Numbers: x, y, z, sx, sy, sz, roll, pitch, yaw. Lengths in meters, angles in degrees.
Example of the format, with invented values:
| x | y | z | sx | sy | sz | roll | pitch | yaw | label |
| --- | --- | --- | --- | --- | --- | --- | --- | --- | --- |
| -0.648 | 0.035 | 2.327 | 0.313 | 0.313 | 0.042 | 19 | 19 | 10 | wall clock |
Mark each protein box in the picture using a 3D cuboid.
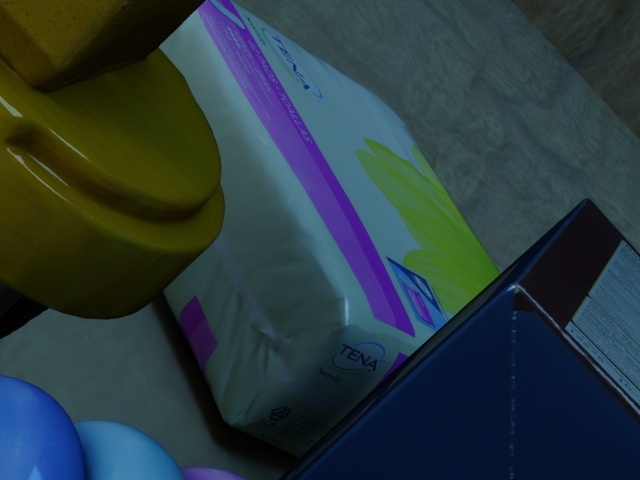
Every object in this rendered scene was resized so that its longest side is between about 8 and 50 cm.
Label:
| x | y | z | sx | sy | sz | roll | pitch | yaw | label |
| --- | --- | --- | --- | --- | --- | --- | --- | --- | --- |
| 0.070 | 0.109 | 0.804 | 0.136 | 0.200 | 0.201 | 47 | 18 | 3 | protein box |

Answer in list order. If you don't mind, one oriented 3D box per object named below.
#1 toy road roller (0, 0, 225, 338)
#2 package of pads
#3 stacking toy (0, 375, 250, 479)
| x | y | z | sx | sy | sz | roll | pitch | yaw | label |
| --- | --- | --- | --- | --- | --- | --- | --- | --- | --- |
| -0.159 | -0.109 | 0.663 | 0.329 | 0.240 | 0.202 | 48 | 16 | 0 | toy road roller |
| 0.000 | 0.000 | 1.063 | 0.229 | 0.101 | 0.296 | 29 | 25 | -47 | package of pads |
| -0.138 | 0.066 | 0.525 | 0.330 | 0.141 | 0.141 | 35 | 20 | -26 | stacking toy |
